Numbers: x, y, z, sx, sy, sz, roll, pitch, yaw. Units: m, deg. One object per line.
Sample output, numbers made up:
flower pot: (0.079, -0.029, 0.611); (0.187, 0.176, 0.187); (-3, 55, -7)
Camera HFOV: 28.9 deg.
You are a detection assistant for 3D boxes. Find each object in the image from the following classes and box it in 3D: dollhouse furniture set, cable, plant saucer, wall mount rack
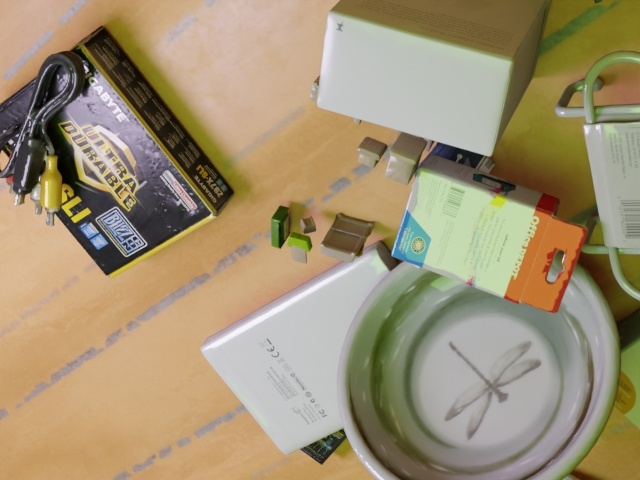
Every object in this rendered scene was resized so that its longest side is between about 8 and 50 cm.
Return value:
dollhouse furniture set: (0.000, 0.000, 1.835); (0.151, 0.076, 0.059); (16, 138, 16)
cable: (-0.416, -0.166, 1.842); (0.139, 0.072, 0.287); (34, 118, 22)
dollhouse furniture set: (0.065, -0.179, 1.630); (0.181, 0.161, 0.101); (22, 127, 9)
plant saucer: (0.221, 0.186, 1.712); (0.400, 0.401, 0.100); (-2, 154, 25)
wall mount rack: (0.459, -0.096, 1.540); (0.304, 0.130, 0.350); (0, 120, 28)

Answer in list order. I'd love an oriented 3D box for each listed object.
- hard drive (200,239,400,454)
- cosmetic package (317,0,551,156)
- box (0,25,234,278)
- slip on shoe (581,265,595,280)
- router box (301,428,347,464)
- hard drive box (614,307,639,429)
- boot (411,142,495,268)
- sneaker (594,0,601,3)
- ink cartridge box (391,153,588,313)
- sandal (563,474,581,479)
hard drive: (0.017, 0.173, 1.920); (0.353, 0.047, 0.233); (-30, 105, 28)
cosmetic package: (0.142, -0.236, 1.519); (0.224, 0.225, 0.138); (18, 126, 14)
box: (-0.326, -0.126, 1.892); (0.257, 0.079, 0.322); (-27, 107, 36)
slip on shoe: (0.361, 0.099, 1.753); (0.051, 0.041, 0.135); (10, 124, 18)
router box: (-0.018, 0.302, 2.052); (0.122, 0.038, 0.092); (36, 128, -2)
hard drive box: (0.507, 0.164, 1.700); (0.181, 0.089, 0.232); (41, 127, -6)
boot: (0.158, -0.056, 1.724); (0.086, 0.069, 0.190); (35, 111, 7)
sneaker: (0.343, -0.433, 1.396); (0.131, 0.112, 0.319); (-10, 120, 10)
ink cartridge box: (0.225, -0.009, 1.634); (0.231, 0.078, 0.134); (21, 112, 11)
sandal: (0.426, 0.466, 1.916); (0.416, 0.169, 0.102); (16, 166, 14)
